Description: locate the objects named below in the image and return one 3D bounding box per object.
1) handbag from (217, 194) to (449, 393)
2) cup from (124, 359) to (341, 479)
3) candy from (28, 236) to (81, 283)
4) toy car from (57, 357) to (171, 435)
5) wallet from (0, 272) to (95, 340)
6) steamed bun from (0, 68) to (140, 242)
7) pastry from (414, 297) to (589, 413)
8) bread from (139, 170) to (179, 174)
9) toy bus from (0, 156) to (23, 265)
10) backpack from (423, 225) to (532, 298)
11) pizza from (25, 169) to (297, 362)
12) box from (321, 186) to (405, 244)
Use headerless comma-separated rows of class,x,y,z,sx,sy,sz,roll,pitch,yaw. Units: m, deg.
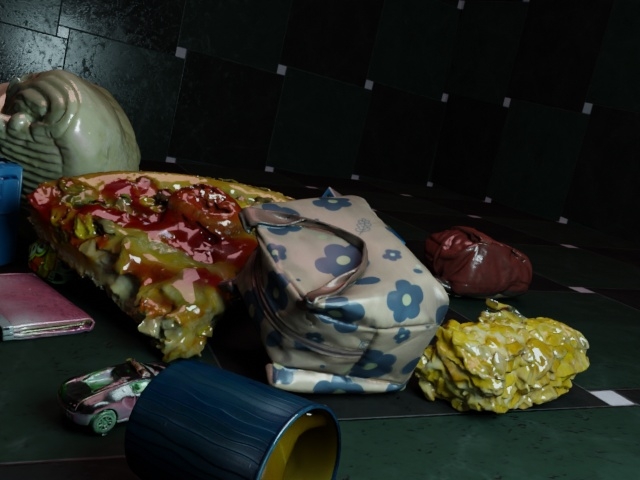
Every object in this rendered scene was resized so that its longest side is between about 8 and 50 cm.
handbag,0.000,0.064,0.805,0.193,0.190,0.251,4,32,-35
cup,-0.068,0.178,0.535,0.138,0.150,0.113,13,46,33
candy,-0.321,0.049,1.088,0.306,0.083,0.091,13,-22,-30
toy car,-0.192,0.150,0.665,0.142,0.055,0.069,-4,20,-44
wallet,-0.415,0.085,0.908,0.119,0.025,0.232,-3,15,-42
steamed bun,-0.480,-0.163,1.232,0.339,0.352,0.247,13,40,22
pastry,0.237,0.150,0.850,0.250,0.102,0.154,-4,19,-40
bread,-0.431,-0.113,1.657,0.230,0.122,0.230,3,9,0
toy bus,-0.560,-0.053,1.091,0.106,0.184,0.090,14,13,17
backpack,0.315,0.042,1.360,0.229,0.138,0.229,9,11,-2
pizza,-0.195,0.008,0.950,0.440,0.130,0.406,0,33,-20
box,0.090,-0.034,1.547,0.194,0.073,0.139,31,11,-17
